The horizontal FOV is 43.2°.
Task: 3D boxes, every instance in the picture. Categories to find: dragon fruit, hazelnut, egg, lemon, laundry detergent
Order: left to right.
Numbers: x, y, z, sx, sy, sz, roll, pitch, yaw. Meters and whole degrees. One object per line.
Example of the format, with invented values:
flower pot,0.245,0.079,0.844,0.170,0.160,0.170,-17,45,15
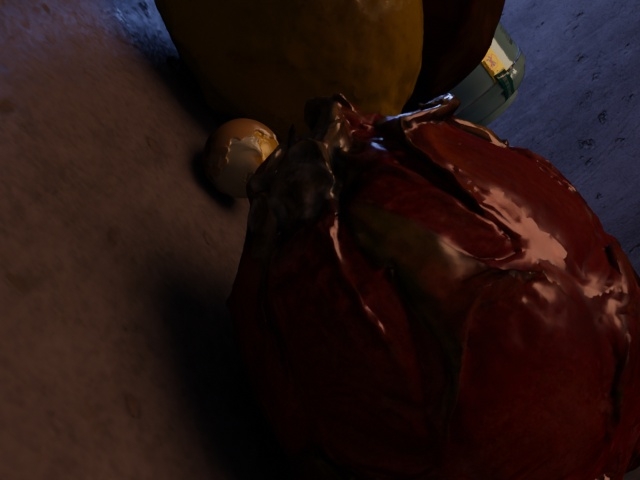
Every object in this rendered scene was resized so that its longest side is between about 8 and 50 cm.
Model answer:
egg,-0.070,-0.076,0.730,0.071,0.071,0.083,46,19,-24
lemon,-0.029,-0.245,0.837,0.285,0.285,0.316,-99,168,-53
hazelnut,0.103,-0.387,1.263,0.402,0.402,0.429,54,25,-3
laundry detergent,0.260,-0.385,1.717,0.305,0.287,0.287,49,19,-15
dragon fruit,0.085,0.066,0.554,0.342,0.277,0.277,36,26,-32

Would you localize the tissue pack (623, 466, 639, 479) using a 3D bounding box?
tissue pack,0.394,0.305,0.958,0.185,0.225,0.124,47,21,-20
